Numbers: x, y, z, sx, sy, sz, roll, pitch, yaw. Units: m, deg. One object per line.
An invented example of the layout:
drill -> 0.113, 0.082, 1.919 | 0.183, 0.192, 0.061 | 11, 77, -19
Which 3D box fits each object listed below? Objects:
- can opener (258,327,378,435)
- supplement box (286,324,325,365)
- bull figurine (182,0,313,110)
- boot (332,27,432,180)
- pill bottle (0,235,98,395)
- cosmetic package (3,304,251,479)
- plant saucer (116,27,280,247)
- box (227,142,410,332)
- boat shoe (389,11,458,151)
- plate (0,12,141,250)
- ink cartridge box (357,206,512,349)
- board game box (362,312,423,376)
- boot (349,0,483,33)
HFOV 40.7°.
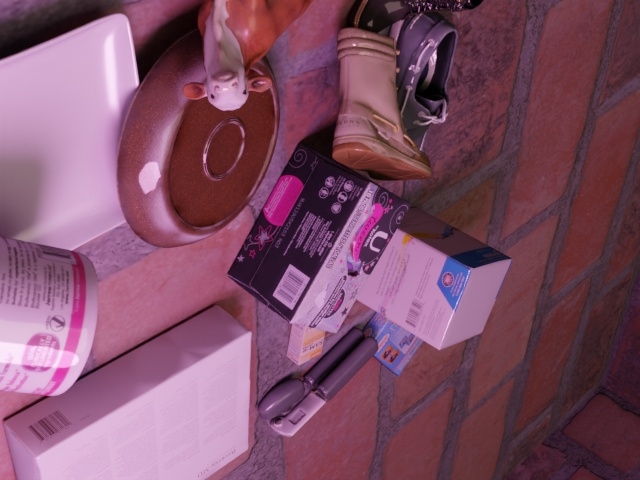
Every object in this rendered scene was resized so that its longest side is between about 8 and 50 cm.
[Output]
can opener -> 0.002, 0.272, 1.691 | 0.280, 0.074, 0.093 | -39, 142, -27
supplement box -> -0.024, 0.176, 1.611 | 0.062, 0.036, 0.098 | -22, 134, -41
bull figurine -> -0.080, -0.294, 1.027 | 0.310, 0.101, 0.188 | -62, 158, -44
boot -> 0.099, -0.202, 1.334 | 0.262, 0.095, 0.203 | 13, 74, -57
pill bottle -> -0.386, 0.065, 0.873 | 0.283, 0.160, 0.160 | 14, 107, -34
cosmetic package -> -0.277, 0.304, 1.334 | 0.377, 0.097, 0.284 | -28, 135, -37
plant saucer -> -0.142, -0.127, 1.142 | 0.310, 0.050, 0.310 | -45, 148, -39
box -> 0.000, 0.000, 1.376 | 0.142, 0.163, 0.247 | 20, 101, -55
boat shoe -> 0.162, -0.234, 1.451 | 0.116, 0.099, 0.319 | -28, 137, -37
plate -> -0.323, -0.097, 0.983 | 0.277, 0.045, 0.278 | -33, 140, -31
ink cartridge box -> 0.200, 0.064, 1.629 | 0.168, 0.233, 0.171 | -10, 125, -51
board game box -> 0.171, 0.196, 1.880 | 0.160, 0.039, 0.211 | -54, 148, -6
boot -> 0.153, -0.358, 1.299 | 0.198, 0.137, 0.077 | -45, 146, -16
